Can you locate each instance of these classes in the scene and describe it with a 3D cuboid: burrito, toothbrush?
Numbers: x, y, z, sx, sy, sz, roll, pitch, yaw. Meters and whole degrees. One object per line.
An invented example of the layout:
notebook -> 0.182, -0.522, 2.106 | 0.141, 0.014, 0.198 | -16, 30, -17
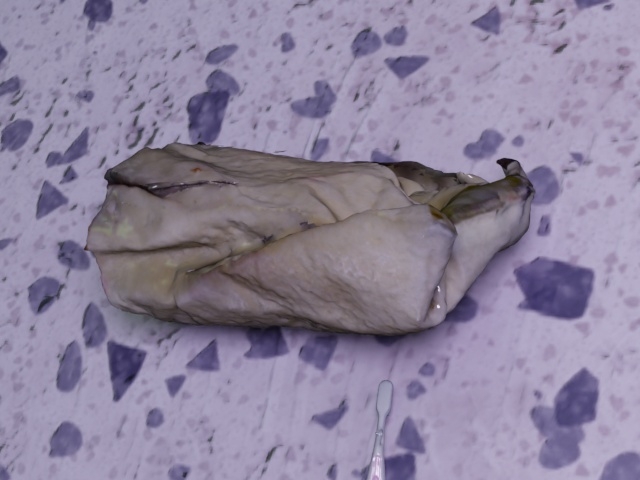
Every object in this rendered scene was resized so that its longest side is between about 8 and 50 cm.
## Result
burrito -> -0.002, 0.002, 1.364 | 0.332, 0.190, 0.135 | 5, 100, 34
toothbrush -> 0.036, 0.193, 1.301 | 0.017, 0.022, 0.204 | 1, 62, 12
